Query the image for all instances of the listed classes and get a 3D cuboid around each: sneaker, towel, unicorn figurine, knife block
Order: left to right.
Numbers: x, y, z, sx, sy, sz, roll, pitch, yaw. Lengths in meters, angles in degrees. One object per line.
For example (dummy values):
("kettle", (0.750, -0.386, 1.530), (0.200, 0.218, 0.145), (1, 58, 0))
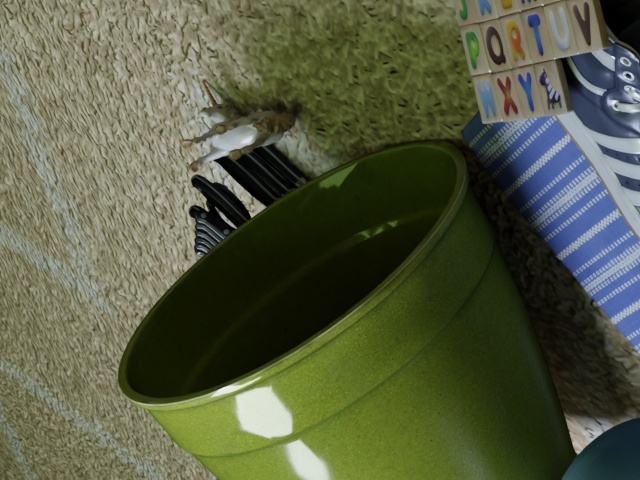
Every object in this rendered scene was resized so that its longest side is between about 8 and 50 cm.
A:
("unicorn figurine", (-0.090, -0.111, 1.936), (0.162, 0.111, 0.060), (9, 118, 36))
("knife block", (0.000, 0.000, 1.970), (0.275, 0.242, 0.088), (2, 151, -4))
("towel", (0.264, -0.007, 1.557), (0.336, 0.040, 0.243), (50, 157, 4))
("sneaker", (0.262, -0.083, 1.365), (0.282, 0.099, 0.153), (50, 158, 7))

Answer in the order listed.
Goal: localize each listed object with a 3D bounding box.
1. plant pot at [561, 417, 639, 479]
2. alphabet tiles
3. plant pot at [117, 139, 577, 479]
("plant pot", (0.330, 0.274, 1.592), (0.272, 0.271, 0.255), (62, 168, -25))
("alphabet tiles", (0.143, -0.187, 1.391), (0.237, 0.009, 0.198), (-178, 74, -73))
("plant pot", (0.064, 0.159, 1.738), (0.353, 0.366, 0.366), (56, 155, -19))
